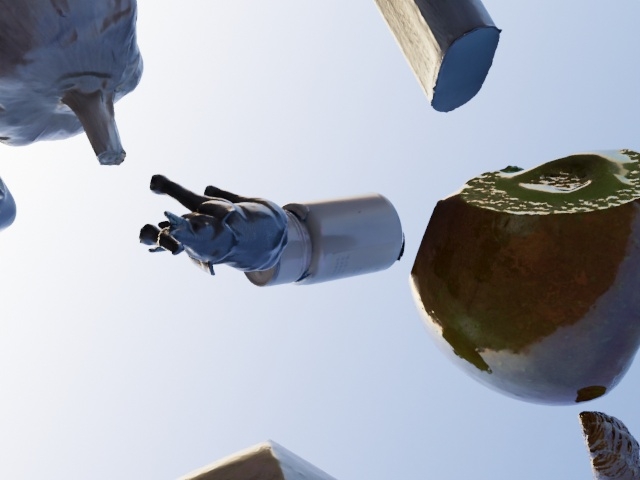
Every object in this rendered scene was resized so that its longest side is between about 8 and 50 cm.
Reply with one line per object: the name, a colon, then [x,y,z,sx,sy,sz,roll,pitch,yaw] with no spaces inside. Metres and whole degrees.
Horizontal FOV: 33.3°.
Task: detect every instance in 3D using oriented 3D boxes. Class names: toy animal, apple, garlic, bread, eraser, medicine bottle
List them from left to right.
garlic: [-0.243,-0.159,1.019,0.218,0.218,0.212,-49,-118,14]
toy animal: [-0.128,-0.014,1.139,0.137,0.269,0.082,20,-81,25]
medicine bottle: [0.000,0.000,1.781,0.143,0.258,0.143,17,-69,51]
eraser: [0.123,-0.289,1.283,0.174,0.081,0.227,99,-31,-64]
apple: [0.314,0.032,1.500,0.384,0.374,0.374,-62,-155,-6]
bread: [0.418,0.322,1.502,0.076,0.233,0.105,-14,-152,9]

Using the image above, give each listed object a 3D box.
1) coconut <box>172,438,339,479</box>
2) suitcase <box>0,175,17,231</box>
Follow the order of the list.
coconut: [-0.095,0.494,1.624,0.415,0.415,0.345,-36,-114,35]
suitcase: [-0.592,-0.113,1.494,0.194,0.351,0.339,-30,-174,12]
